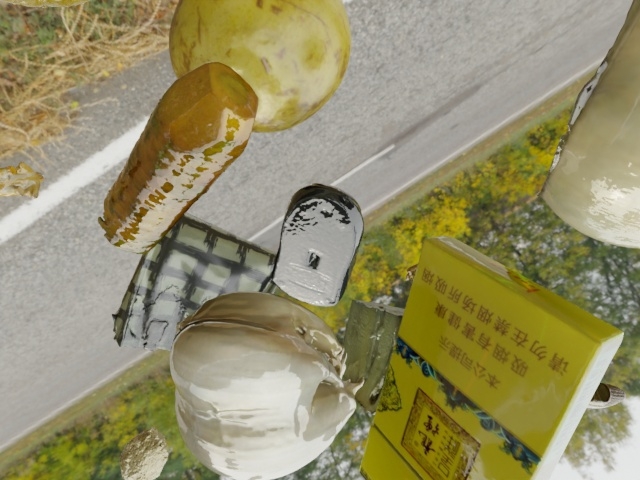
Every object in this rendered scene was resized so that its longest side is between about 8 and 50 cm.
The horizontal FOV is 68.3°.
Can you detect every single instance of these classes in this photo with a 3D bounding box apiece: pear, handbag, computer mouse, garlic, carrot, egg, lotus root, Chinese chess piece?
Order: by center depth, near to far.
[{"bbox_3d":[0.376,-0.154,0.508,0.338,0.140,0.338,-43,152,-29],"label":"Chinese chess piece"},{"bbox_3d":[-0.054,0.168,0.525,0.203,0.184,0.281,2,148,5],"label":"garlic"},{"bbox_3d":[-0.194,-0.094,0.613,0.302,0.114,0.114,-38,168,34],"label":"carrot"},{"bbox_3d":[-0.087,-0.307,0.730,0.281,0.281,0.281,-30,170,-6],"label":"pear"},{"bbox_3d":[0.000,0.000,0.801,0.086,0.137,0.269,-64,172,-45],"label":"computer mouse"},{"bbox_3d":[-0.281,0.122,1.107,0.327,0.325,0.162,-67,-160,-2],"label":"handbag"},{"bbox_3d":[0.184,0.310,1.221,0.149,0.260,0.267,10,180,-32],"label":"lotus root"},{"bbox_3d":[-0.457,0.562,1.230,0.118,0.116,0.140,85,20,-58],"label":"egg"}]

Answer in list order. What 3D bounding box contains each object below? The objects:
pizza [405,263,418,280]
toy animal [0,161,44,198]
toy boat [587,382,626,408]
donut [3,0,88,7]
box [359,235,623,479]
[{"bbox_3d":[0.353,0.151,1.411,0.188,0.199,0.062,-8,160,14],"label":"pizza"},{"bbox_3d":[-0.415,-0.074,0.609,0.083,0.060,0.081,-9,-159,9],"label":"toy animal"},{"bbox_3d":[0.483,0.271,0.843,0.149,0.047,0.049,16,136,-25],"label":"toy boat"},{"bbox_3d":[-0.238,-0.284,0.305,0.128,0.261,0.208,-27,-157,40],"label":"donut"},{"bbox_3d":[0.118,0.152,0.401,0.041,0.153,0.279,-6,119,-35],"label":"box"}]
